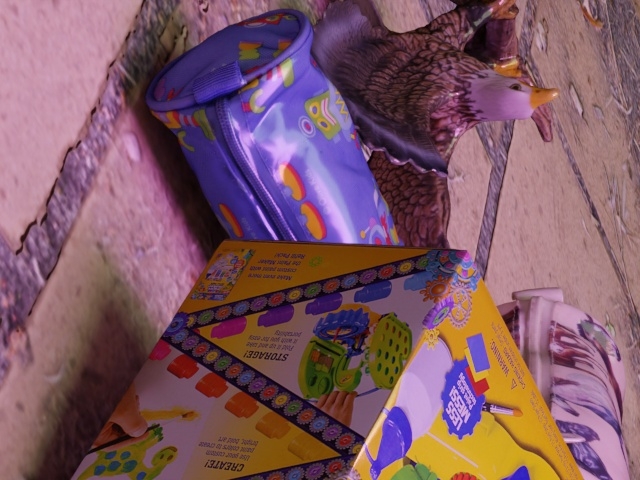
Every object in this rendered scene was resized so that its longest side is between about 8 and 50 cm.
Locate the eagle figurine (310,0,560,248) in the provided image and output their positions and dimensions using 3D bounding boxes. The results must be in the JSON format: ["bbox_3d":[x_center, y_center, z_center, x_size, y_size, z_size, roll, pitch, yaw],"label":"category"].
[{"bbox_3d":[0.078,-0.094,1.399,0.226,0.225,0.298,43,55,-6],"label":"eagle figurine"}]

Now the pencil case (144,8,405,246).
[{"bbox_3d":[0.000,0.000,1.208,0.306,0.119,0.133,62,11,-18],"label":"pencil case"}]

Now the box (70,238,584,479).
[{"bbox_3d":[0.009,0.199,1.023,0.279,0.177,0.290,-59,135,-33],"label":"box"}]

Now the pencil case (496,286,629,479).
[{"bbox_3d":[0.167,0.171,1.402,0.410,0.160,0.184,-70,169,-72],"label":"pencil case"}]
